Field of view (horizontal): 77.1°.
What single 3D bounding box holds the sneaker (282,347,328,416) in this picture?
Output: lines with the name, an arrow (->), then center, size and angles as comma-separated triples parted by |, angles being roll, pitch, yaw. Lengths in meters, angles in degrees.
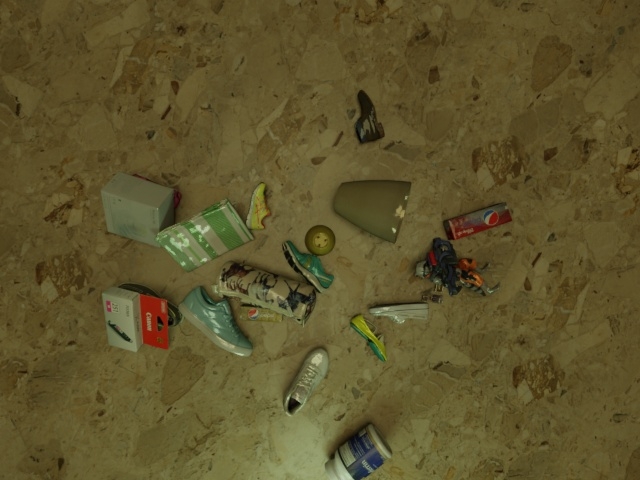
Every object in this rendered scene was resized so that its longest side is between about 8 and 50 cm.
sneaker -> -0.054, 0.598, 1.676 | 0.114, 0.152, 0.305 | 30, 88, 0

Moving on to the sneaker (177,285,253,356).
sneaker -> -0.408, 0.330, 1.666 | 0.366, 0.135, 0.150 | 38, 92, -3

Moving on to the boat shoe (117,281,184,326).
boat shoe -> -0.718, 0.267, 1.674 | 0.305, 0.091, 0.109 | 29, 90, -2

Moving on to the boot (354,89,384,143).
boot -> 0.181, -0.520, 1.702 | 0.106, 0.082, 0.219 | -26, 94, -4

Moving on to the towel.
towel -> -0.461, -0.012, 1.628 | 0.325, 0.038, 0.247 | -27, 135, 0

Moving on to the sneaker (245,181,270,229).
sneaker -> -0.251, -0.141, 1.696 | 0.094, 0.081, 0.208 | 14, 102, -2

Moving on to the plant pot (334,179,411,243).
plant pot -> 0.204, -0.143, 1.646 | 0.274, 0.256, 0.256 | 15, 90, 14

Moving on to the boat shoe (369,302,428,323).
boat shoe -> 0.338, 0.313, 1.714 | 0.258, 0.095, 0.084 | -3, 87, -1

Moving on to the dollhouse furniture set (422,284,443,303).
dollhouse furniture set -> 0.496, 0.216, 1.724 | 0.091, 0.081, 0.114 | 9, 91, -2

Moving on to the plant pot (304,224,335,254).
plant pot -> 0.000, 0.000, 1.695 | 0.134, 0.095, 0.134 | 0, 90, -2

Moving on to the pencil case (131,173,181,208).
pencil case -> -0.691, -0.199, 1.665 | 0.210, 0.098, 0.095 | 20, 89, -3

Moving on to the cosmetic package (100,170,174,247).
cosmetic package -> -0.714, -0.118, 1.591 | 0.225, 0.138, 0.224 | 17, 134, -3

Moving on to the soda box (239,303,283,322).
soda box -> -0.250, 0.309, 1.709 | 0.182, 0.058, 0.061 | 4, 90, -3

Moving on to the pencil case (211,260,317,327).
pencil case -> -0.222, 0.211, 1.631 | 0.411, 0.183, 0.159 | 17, 115, 5

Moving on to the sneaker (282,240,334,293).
sneaker -> -0.056, 0.101, 1.707 | 0.110, 0.107, 0.275 | -45, 99, -17

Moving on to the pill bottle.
pill bottle -> 0.156, 0.913, 1.688 | 0.265, 0.153, 0.153 | -38, 92, 0

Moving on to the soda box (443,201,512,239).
soda box -> 0.671, -0.082, 1.726 | 0.264, 0.083, 0.092 | -18, 91, -1

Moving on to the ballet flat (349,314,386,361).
ballet flat -> 0.225, 0.413, 1.726 | 0.077, 0.077, 0.231 | -41, 90, -18

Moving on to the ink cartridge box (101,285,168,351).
ink cartridge box -> -0.741, 0.333, 1.620 | 0.239, 0.060, 0.275 | 13, 119, 6

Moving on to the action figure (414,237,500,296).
action figure -> 0.551, 0.156, 1.658 | 0.331, 0.341, 0.178 | 12, 129, 5
